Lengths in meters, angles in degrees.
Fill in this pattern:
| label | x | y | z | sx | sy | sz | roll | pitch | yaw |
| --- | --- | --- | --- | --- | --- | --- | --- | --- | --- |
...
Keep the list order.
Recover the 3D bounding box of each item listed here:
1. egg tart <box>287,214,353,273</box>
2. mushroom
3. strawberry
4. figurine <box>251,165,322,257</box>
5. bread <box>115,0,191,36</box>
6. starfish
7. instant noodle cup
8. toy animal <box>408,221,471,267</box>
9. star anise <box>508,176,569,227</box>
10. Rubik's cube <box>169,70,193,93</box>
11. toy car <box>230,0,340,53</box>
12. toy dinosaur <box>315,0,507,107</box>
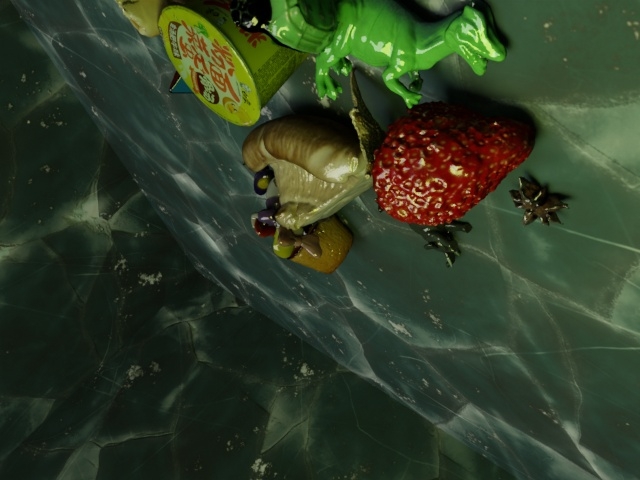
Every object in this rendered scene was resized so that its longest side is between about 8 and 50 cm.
| label | x | y | z | sx | sy | sz | roll | pitch | yaw |
| --- | --- | --- | --- | --- | --- | --- | --- | --- | --- |
| egg tart | 0.000 | 0.000 | 1.903 | 0.171 | 0.215 | 0.215 | 32 | 160 | -11 |
| mushroom | -0.002 | -0.222 | 1.533 | 0.397 | 0.224 | 0.314 | -30 | 86 | 55 |
| strawberry | 0.242 | -0.138 | 1.138 | 0.257 | 0.261 | 0.261 | 29 | 154 | 26 |
| figurine | -0.108 | -0.086 | 1.811 | 0.154 | 0.421 | 0.193 | 18 | 129 | -28 |
| bread | -0.406 | -0.660 | 1.292 | 0.329 | 0.245 | 0.424 | -102 | -5 | -45 |
| starfish | 0.112 | -0.233 | 1.291 | 0.048 | 0.295 | 0.231 | -25 | 149 | 25 |
| instant noodle cup | -0.178 | -0.444 | 1.348 | 0.311 | 0.221 | 0.311 | 36 | 156 | 19 |
| toy animal | 0.300 | -0.018 | 1.489 | 0.269 | 0.082 | 0.137 | 50 | 161 | -26 |
| star anise | 0.430 | -0.063 | 1.204 | 0.124 | 0.056 | 0.129 | 36 | 157 | 17 |
| Rubik's cube | -0.271 | -0.498 | 1.512 | 0.284 | 0.250 | 0.234 | 47 | 139 | 4 |
| toy car | -0.097 | -0.491 | 1.028 | 0.176 | 0.213 | 0.359 | -41 | 76 | 27 |
| toy dinosaur | 0.064 | -0.455 | 1.078 | 0.374 | 0.144 | 0.500 | -22 | 104 | 51 |
